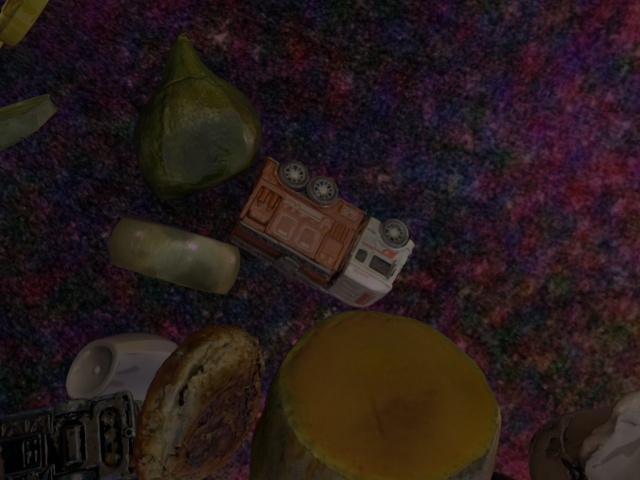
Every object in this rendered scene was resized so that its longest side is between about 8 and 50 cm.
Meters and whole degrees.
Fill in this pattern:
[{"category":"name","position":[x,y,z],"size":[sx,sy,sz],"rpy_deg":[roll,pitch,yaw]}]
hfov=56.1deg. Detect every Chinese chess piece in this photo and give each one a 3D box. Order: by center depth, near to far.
[{"category":"Chinese chess piece","position":[-0.258,0.024,1.063],"size":[0.237,0.237,0.092],"rpy_deg":[19,84,-50]}]

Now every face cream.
[{"category":"face cream","position":[-0.562,0.415,1.833],"size":[0.312,0.220,0.357],"rpy_deg":[-38,149,12]}]

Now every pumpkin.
[{"category":"pumpkin","position":[0.068,0.240,0.792],"size":[0.332,0.332,0.199],"rpy_deg":[-21,130,-35]}]

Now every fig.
[{"category":"fig","position":[-0.201,-0.188,0.896],"size":[0.203,0.203,0.235],"rpy_deg":[-27,101,-30]}]

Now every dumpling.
[{"category":"dumpling","position":[0.319,0.243,0.600],"size":[0.204,0.163,0.293],"rpy_deg":[-9,137,9]}]

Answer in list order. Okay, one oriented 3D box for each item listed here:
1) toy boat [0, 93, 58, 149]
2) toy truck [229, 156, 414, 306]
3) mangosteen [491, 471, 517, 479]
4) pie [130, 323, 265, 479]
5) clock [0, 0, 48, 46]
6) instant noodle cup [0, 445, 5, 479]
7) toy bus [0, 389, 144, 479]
[{"category":"toy boat","position":[-0.765,-0.258,1.417],"size":[0.292,0.055,0.093],"rpy_deg":[-27,134,-9]},{"category":"toy truck","position":[0.000,0.000,1.345],"size":[0.207,0.387,0.173],"rpy_deg":[-64,-174,-28]},{"category":"mangosteen","position":[0.346,0.578,1.186],"size":[0.242,0.243,0.243],"rpy_deg":[-25,132,-31]},{"category":"pie","position":[-0.176,0.256,0.938],"size":[0.308,0.085,0.308],"rpy_deg":[-48,152,-37]},{"category":"clock","position":[-0.528,-0.491,1.146],"size":[0.071,0.293,0.277],"rpy_deg":[28,72,-36]},{"category":"instant noodle cup","position":[-0.521,0.312,0.729],"size":[0.217,0.217,0.207],"rpy_deg":[-52,173,-4]},{"category":"toy bus","position":[-0.456,0.361,1.018],"size":[0.312,0.152,0.190],"rpy_deg":[-10,158,-9]}]
